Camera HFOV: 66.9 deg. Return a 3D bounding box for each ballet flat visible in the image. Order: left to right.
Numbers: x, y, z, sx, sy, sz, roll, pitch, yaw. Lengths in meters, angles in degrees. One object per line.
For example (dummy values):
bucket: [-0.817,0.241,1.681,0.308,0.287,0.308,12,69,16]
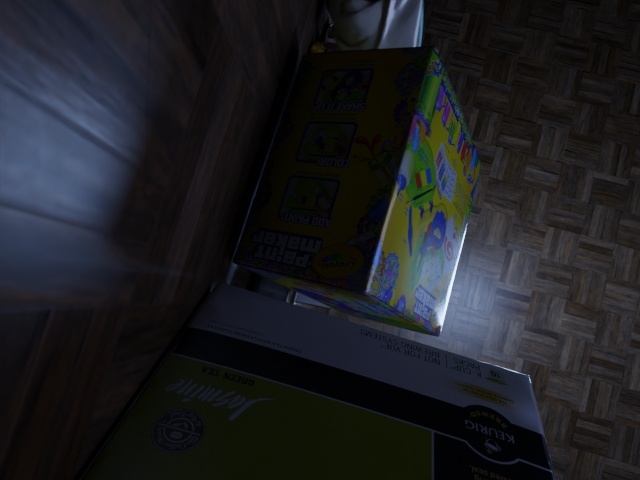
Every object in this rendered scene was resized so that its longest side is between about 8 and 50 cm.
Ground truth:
ballet flat: [0.070,-0.356,0.621,0.139,0.139,0.400,-69,170,-52]

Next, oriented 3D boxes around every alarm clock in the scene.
alarm clock: [-0.069,0.080,0.714,0.192,0.064,0.129,-71,176,-76]

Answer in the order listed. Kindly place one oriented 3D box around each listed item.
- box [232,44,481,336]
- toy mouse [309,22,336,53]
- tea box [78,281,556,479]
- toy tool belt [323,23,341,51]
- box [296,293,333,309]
box: [0.076,-0.046,0.645,0.290,0.177,0.279,36,68,-57]
toy mouse: [-0.001,-0.230,0.707,0.143,0.031,0.161,94,12,-71]
tea box: [-0.002,0.246,0.397,0.323,0.329,0.220,-65,170,-60]
toy tool belt: [0.029,-0.289,0.758,0.052,0.051,0.083,-66,171,-64]
box: [0.000,0.000,0.942,0.290,0.087,0.169,-87,-171,-78]
